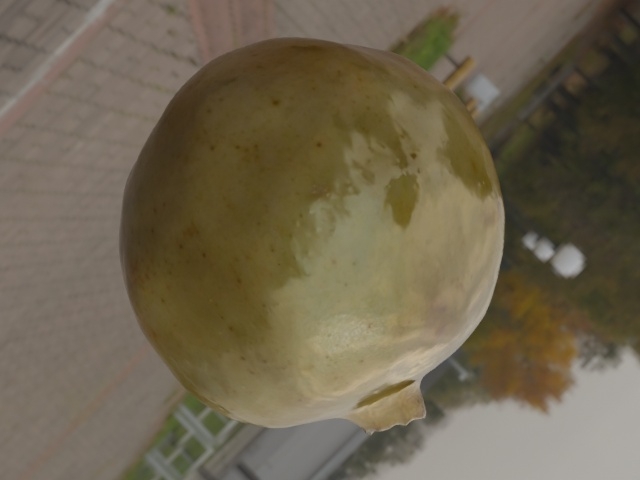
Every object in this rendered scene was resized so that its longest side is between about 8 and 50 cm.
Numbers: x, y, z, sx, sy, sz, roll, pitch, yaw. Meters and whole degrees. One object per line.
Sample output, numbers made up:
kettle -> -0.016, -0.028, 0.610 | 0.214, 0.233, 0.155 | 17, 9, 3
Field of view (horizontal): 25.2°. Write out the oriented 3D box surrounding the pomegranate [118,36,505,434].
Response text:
pomegranate -> -0.004, -0.006, 0.809 | 0.233, 0.233, 0.233 | -44, 175, -5
